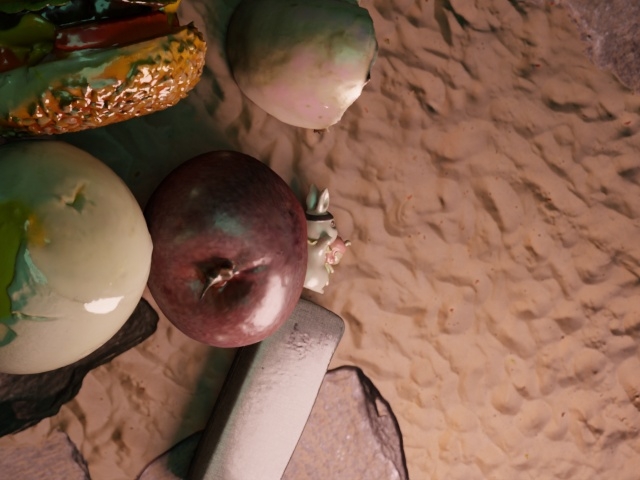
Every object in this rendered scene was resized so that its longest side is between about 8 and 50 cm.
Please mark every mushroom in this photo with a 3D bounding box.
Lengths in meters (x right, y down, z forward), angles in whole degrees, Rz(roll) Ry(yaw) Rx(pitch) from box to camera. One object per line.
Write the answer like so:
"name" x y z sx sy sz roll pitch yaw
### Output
"mushroom" -0.023 -0.283 1.847 0.173 0.162 0.236 15 89 -23

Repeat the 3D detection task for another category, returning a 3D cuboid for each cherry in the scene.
"cherry" -0.123 0.002 1.795 0.221 0.307 0.261 -3 113 22

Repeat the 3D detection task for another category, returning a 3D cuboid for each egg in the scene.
"egg" -0.367 0.029 1.672 0.283 0.345 0.283 16 56 -26

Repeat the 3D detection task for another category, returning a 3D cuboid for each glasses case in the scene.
"glasses case" -0.080 0.236 1.935 0.131 0.074 0.323 24 88 -23

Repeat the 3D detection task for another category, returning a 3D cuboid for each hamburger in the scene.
"hamburger" -0.310 -0.261 1.658 0.330 0.330 0.250 -9 100 -20

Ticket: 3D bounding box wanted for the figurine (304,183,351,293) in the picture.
"figurine" -0.007 -0.001 1.947 0.098 0.081 0.146 32 76 -65
